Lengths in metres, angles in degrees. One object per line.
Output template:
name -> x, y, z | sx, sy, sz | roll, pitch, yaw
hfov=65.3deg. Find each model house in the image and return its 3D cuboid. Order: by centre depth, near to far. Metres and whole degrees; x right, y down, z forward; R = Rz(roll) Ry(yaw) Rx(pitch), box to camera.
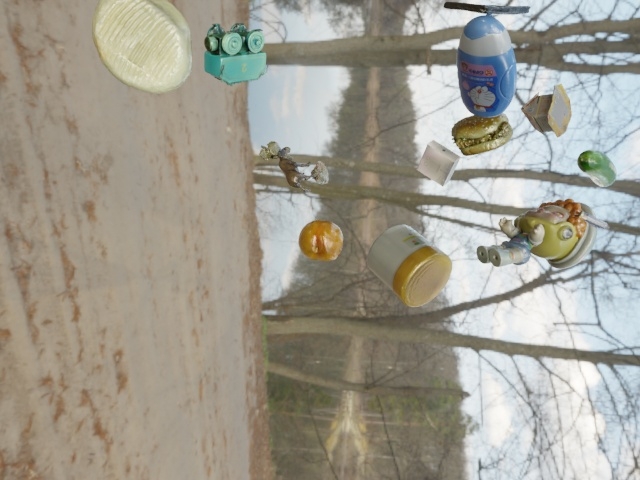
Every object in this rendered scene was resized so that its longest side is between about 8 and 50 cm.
model house -> 0.960, -0.538, 2.132 | 0.219, 0.136, 0.207 | 29, 74, -43

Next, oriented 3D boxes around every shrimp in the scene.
shrimp -> -0.008, -0.329, 2.422 | 0.217, 0.051, 0.115 | -17, 90, -69

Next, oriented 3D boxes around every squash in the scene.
squash -> 0.887, -0.231, 1.592 | 0.292, 0.082, 0.082 | 12, 78, -47

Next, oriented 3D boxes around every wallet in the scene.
wallet -> 0.434, -0.600, 1.294 | 0.244, 0.124, 0.025 | -23, 128, -40

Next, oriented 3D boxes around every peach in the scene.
peach -> 0.000, 0.000, 1.508 | 0.138, 0.138, 0.138 | 2, 90, -84

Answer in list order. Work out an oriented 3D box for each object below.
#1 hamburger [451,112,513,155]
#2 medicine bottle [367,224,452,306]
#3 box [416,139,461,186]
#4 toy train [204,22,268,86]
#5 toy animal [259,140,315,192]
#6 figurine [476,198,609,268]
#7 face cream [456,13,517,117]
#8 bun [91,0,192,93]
hamburger -> 0.583, -0.393, 1.784 | 0.189, 0.215, 0.122 | -39, 115, -39
medicine bottle -> 0.334, 0.091, 1.886 | 0.232, 0.238, 0.238 | 46, -29, 43
box -> 0.455, -0.298, 1.935 | 0.051, 0.129, 0.130 | -35, 154, -37
toy train -> -0.260, -0.573, 1.535 | 0.203, 0.112, 0.163 | -24, 135, -38
toy animal -> -0.118, -0.276, 1.801 | 0.093, 0.186, 0.214 | -57, -141, 32
figurine -> 0.639, 0.005, 1.510 | 0.224, 0.382, 0.205 | -136, -147, -74
face cream -> 0.406, -0.426, 1.223 | 0.083, 0.149, 0.264 | -57, 146, -22
bun -> -0.316, -0.358, 0.900 | 0.164, 0.188, 0.111 | -53, -164, 15
